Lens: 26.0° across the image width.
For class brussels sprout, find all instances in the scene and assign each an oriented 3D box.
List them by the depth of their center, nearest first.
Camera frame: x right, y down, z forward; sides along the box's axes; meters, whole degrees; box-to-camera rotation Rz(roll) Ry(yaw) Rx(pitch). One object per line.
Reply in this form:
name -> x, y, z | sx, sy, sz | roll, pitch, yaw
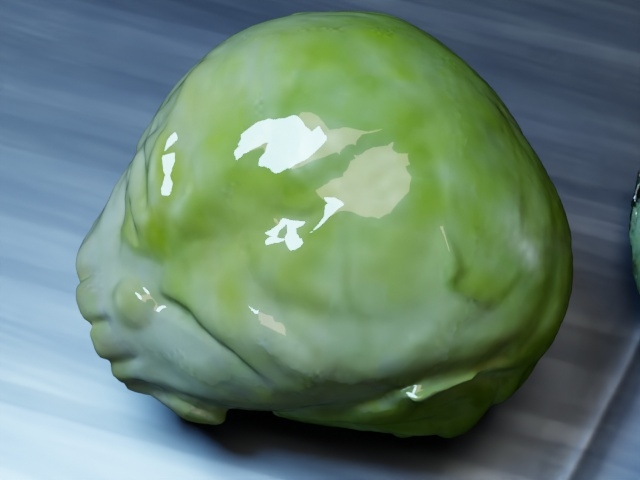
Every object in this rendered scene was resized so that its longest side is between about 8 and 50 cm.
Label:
brussels sprout -> 0.006, -0.012, 0.905 | 0.316, 0.242, 0.274 | 3, 81, 7

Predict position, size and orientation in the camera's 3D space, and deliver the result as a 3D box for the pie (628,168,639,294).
pie -> 0.317, -0.026, 0.951 | 0.240, 0.054, 0.240 | -24, 41, 23
